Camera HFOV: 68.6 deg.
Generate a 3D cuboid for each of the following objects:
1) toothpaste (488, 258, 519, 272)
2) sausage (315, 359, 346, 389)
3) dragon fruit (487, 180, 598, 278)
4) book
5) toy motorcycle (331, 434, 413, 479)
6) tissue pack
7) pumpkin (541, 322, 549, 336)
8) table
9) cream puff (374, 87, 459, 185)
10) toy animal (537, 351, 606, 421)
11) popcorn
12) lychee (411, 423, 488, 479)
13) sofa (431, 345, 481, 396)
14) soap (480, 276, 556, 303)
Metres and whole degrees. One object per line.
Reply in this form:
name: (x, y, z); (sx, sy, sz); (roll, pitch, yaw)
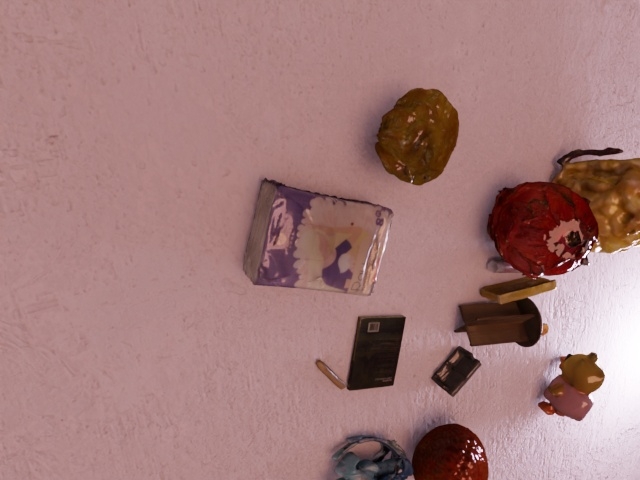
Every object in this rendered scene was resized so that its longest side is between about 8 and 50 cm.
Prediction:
toothpaste: (0.631, 0.080, 1.542); (0.194, 0.042, 0.067); (-1, 101, -31)
sausage: (0.029, 0.385, 1.342); (0.024, 0.024, 0.132); (-45, 118, -8)
dragon fruit: (0.652, -0.035, 1.393); (0.295, 0.302, 0.296); (-1, 106, -3)
book: (0.166, 0.333, 1.393); (0.160, 0.024, 0.229); (3, 102, -25)
toy motorcycle: (0.148, 0.703, 1.426); (0.259, 0.154, 0.206); (6, 78, -23)
tissue pack: (0.000, 0.000, 1.169); (0.343, 0.125, 0.243); (9, 99, -29)
pumpkin: (0.776, 0.324, 1.679); (0.083, 0.028, 0.050); (-35, 118, -4)
table: (0.556, 0.265, 1.498); (0.226, 0.167, 0.167); (-1, 104, -17)
cream puff: (0.241, -0.256, 1.172); (0.244, 0.196, 0.244); (-15, 134, -17)
toy animal: (0.939, 0.534, 1.733); (0.195, 0.169, 0.281); (17, 96, -31)
popcorn: (0.914, -0.137, 1.493); (0.349, 0.349, 0.382); (-41, 90, -11)
lychee: (0.420, 0.724, 1.507); (0.255, 0.255, 0.300); (-46, 151, -8)
sofa: (0.436, 0.418, 1.510); (0.147, 0.085, 0.060); (-45, 120, -8)
soap: (0.648, 0.157, 1.538); (0.251, 0.092, 0.037); (-10, 103, -23)
